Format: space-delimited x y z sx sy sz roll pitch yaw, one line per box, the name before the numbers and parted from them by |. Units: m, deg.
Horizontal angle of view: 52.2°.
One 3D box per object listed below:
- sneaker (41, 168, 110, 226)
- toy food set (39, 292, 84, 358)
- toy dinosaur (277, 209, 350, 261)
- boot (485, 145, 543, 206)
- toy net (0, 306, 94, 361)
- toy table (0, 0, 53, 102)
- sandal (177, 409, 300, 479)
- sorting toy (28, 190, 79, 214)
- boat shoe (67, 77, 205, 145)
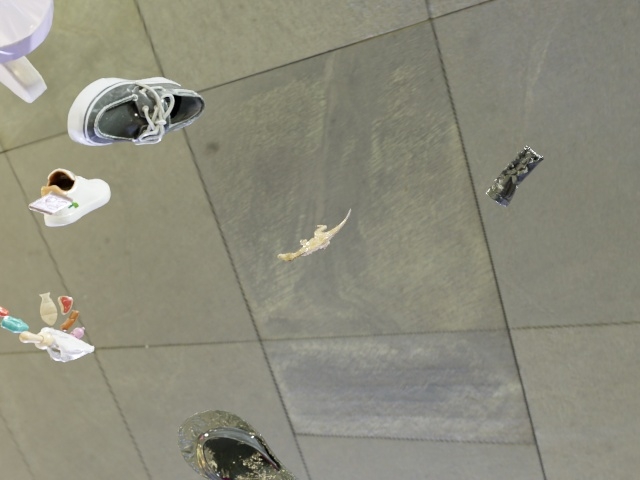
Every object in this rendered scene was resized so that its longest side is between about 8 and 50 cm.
sneaker | -0.626 -0.137 1.686 0.106 0.290 0.123 -6 109 4
toy food set | -0.479 0.157 1.214 0.019 0.078 0.122 -20 76 52
toy dinosaur | 0.000 0.000 1.371 0.183 0.092 0.053 -33 97 7
boot | 0.320 -0.106 1.074 0.045 0.121 0.099 42 106 13
toy net | -0.486 0.153 1.055 0.122 0.232 0.045 21 85 56
toy table | -0.394 -0.256 0.662 0.274 0.252 0.161 50 158 1
sandal | -0.181 0.528 1.539 0.446 0.167 0.107 26 159 34
sorting toy | -0.506 -0.070 1.253 0.062 0.083 0.012 -29 67 17
boat shoe | -0.312 -0.224 1.163 0.105 0.306 0.113 19 110 16
